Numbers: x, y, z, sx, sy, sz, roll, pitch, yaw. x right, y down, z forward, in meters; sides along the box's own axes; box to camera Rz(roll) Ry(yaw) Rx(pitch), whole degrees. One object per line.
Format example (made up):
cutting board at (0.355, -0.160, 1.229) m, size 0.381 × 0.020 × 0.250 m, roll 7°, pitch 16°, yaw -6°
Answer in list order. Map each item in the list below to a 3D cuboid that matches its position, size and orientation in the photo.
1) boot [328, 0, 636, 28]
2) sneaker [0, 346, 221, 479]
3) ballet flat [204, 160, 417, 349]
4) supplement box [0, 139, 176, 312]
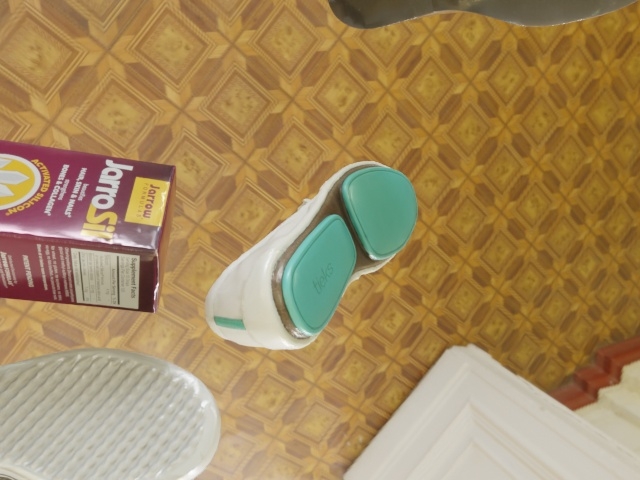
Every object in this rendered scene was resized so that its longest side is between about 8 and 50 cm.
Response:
boot at (0.167, -0.274, 0.541) m, size 0.305 × 0.115 × 0.112 m, roll 4°, pitch 119°, yaw 20°
sneaker at (-0.237, 0.172, 0.490) m, size 0.321 × 0.126 × 0.127 m, roll -1°, pitch 149°, yaw 6°
ballet flat at (0.000, 0.000, 0.649) m, size 0.400 × 0.139 × 0.139 m, roll -41°, pitch 128°, yaw -57°
supplement box at (-0.219, -0.014, 0.438) m, size 0.188 × 0.104 × 0.080 m, roll 7°, pitch 136°, yaw -12°
